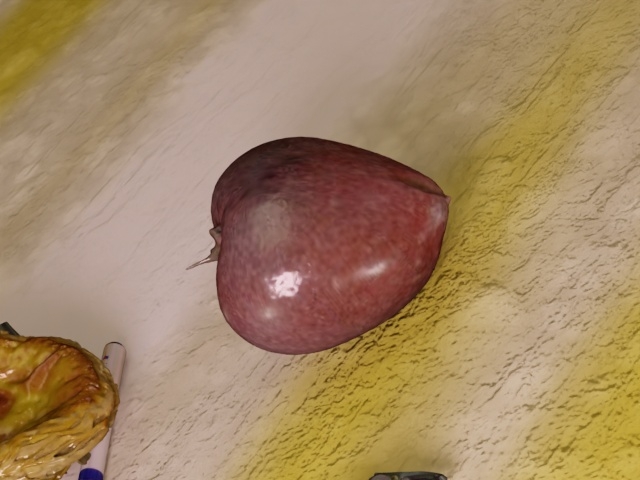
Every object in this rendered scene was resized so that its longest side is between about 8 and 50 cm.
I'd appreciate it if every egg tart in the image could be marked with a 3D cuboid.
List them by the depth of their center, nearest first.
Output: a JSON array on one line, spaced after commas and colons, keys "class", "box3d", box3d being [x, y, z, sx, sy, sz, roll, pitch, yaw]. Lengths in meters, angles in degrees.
[{"class": "egg tart", "box3d": [-0.376, 0.219, 1.630, 0.294, 0.116, 0.295, -4, 34, 3]}]

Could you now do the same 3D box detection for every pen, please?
[{"class": "pen", "box3d": [-0.263, 0.224, 1.679, 0.033, 0.033, 0.269, -20, 37, 19]}]

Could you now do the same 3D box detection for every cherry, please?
[{"class": "cherry", "box3d": [0.000, 0.000, 1.580, 0.307, 0.221, 0.261, -14, 47, 6]}]

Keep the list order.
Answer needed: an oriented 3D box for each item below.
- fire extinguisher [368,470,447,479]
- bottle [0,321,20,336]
[{"class": "fire extinguisher", "box3d": [0.016, 0.331, 1.286, 0.114, 0.095, 0.311, 18, 56, 15]}, {"class": "bottle", "box3d": [-0.490, 0.212, 1.841, 0.253, 0.079, 0.096, -43, -2, -10]}]
